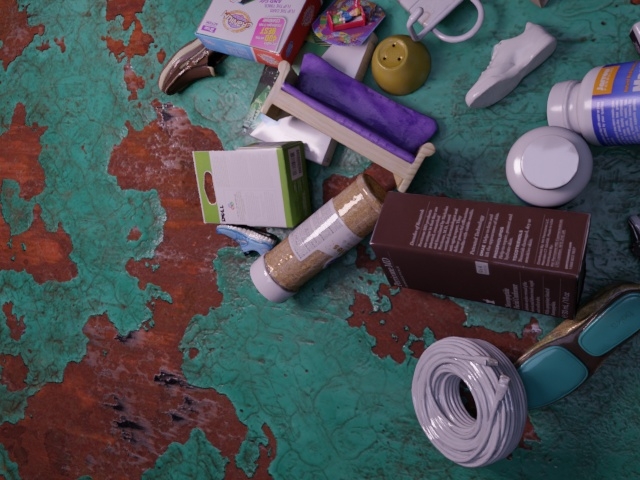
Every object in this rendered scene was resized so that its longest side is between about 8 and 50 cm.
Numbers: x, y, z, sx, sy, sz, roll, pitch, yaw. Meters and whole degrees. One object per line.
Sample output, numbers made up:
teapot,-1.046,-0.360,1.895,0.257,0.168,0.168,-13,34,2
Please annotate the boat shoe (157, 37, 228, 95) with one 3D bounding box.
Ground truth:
boat shoe,-0.297,-0.446,1.422,0.257,0.095,0.095,-42,83,15

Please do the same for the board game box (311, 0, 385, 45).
board game box,0.061,-0.504,1.270,0.133,0.033,0.168,27,63,19

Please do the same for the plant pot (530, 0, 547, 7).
plant pot,0.431,-0.558,1.151,0.096,0.109,0.109,38,103,29

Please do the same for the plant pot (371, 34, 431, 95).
plant pot,0.168,-0.395,1.249,0.134,0.095,0.134,0,91,21

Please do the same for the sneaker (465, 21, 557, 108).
sneaker,0.380,-0.368,1.192,0.212,0.080,0.094,-39,66,9

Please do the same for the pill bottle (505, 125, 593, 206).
pill bottle,0.426,-0.132,1.068,0.146,0.264,0.146,0,91,20

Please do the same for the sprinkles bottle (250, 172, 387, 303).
sprinkles bottle,0.000,0.000,1.288,0.355,0.121,0.121,-39,78,21

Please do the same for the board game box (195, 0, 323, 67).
board game box,-0.115,-0.569,1.313,0.242,0.064,0.316,22,82,23

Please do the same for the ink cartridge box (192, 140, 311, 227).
ink cartridge box,-0.164,-0.136,1.350,0.256,0.097,0.188,3,110,28

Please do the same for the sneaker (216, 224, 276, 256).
sneaker,-0.191,0.002,1.404,0.162,0.063,0.073,19,100,19

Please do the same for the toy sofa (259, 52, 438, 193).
toy sofa,0.071,-0.261,1.213,0.363,0.150,0.177,30,99,2

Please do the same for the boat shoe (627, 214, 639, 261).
boat shoe,0.630,0.020,1.111,0.040,0.049,0.142,-24,85,19

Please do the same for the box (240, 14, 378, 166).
box,-0.030,-0.364,1.342,0.233,0.058,0.321,24,97,18

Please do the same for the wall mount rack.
wall mount rack,0.240,-0.600,1.190,0.304,0.130,0.350,-42,71,10

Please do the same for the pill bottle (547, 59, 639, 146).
pill bottle,0.569,-0.250,1.038,0.272,0.152,0.152,6,93,46

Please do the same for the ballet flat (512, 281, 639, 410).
ballet flat,0.503,0.208,1.126,0.348,0.123,0.123,-46,76,18

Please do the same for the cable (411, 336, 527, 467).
cable,0.295,0.322,1.156,0.257,0.089,0.256,20,111,56

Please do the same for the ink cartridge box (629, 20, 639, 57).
ink cartridge box,0.788,-0.328,1.041,0.308,0.072,0.303,-22,82,17

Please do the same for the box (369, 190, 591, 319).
box,0.309,0.025,1.113,0.382,0.191,0.143,10,64,27
